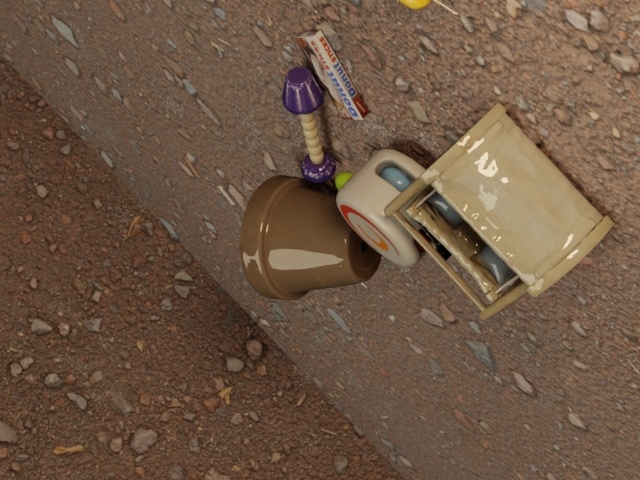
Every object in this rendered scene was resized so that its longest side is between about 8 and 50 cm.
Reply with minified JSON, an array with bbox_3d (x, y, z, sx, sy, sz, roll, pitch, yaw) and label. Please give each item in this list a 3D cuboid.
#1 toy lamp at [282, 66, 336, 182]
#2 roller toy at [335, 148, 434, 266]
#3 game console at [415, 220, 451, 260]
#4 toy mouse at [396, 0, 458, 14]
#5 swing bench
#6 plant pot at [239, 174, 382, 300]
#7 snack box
[{"bbox_3d":[-0.022,-0.220,2.051,0.080,0.080,0.274,36,158,26],"label":"toy lamp"},{"bbox_3d":[0.140,-0.061,1.930,0.209,0.146,0.191,47,169,-18],"label":"roller toy"},{"bbox_3d":[0.217,-0.039,1.853,0.071,0.122,0.107,37,158,26],"label":"game console"},{"bbox_3d":[0.120,-0.377,1.490,0.161,0.031,0.143,20,147,10],"label":"toy mouse"},{"bbox_3d":[0.270,-0.038,1.693,0.253,0.165,0.254,47,159,1],"label":"swing bench"},{"bbox_3d":[0.000,0.000,2.236,0.229,0.263,0.263,4,138,34],"label":"plant pot"},{"bbox_3d":[0.021,-0.290,1.911,0.064,0.022,0.178,10,139,56],"label":"snack box"}]
